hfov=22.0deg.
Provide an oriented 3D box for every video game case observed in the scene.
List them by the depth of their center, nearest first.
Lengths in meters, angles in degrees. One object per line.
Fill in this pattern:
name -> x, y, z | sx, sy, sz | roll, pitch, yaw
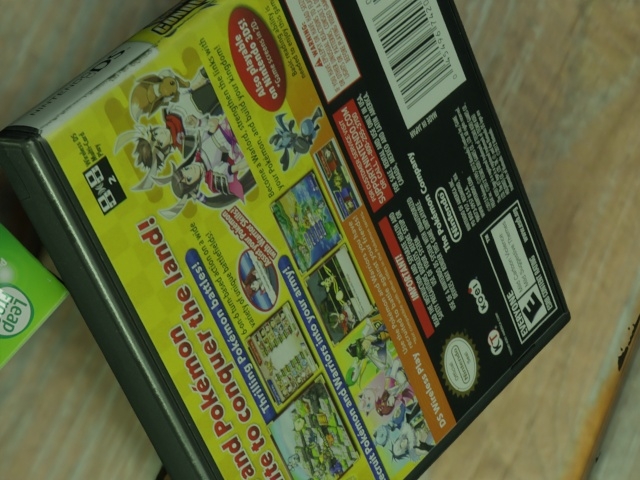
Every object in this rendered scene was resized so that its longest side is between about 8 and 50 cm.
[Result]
video game case -> 0.000, 0.000, 0.791 | 0.248, 0.035, 0.275 | -41, 121, -31

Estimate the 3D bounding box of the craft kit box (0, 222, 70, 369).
craft kit box -> -0.266, 0.022, 0.649 | 0.246, 0.061, 0.250 | 48, 61, -14
